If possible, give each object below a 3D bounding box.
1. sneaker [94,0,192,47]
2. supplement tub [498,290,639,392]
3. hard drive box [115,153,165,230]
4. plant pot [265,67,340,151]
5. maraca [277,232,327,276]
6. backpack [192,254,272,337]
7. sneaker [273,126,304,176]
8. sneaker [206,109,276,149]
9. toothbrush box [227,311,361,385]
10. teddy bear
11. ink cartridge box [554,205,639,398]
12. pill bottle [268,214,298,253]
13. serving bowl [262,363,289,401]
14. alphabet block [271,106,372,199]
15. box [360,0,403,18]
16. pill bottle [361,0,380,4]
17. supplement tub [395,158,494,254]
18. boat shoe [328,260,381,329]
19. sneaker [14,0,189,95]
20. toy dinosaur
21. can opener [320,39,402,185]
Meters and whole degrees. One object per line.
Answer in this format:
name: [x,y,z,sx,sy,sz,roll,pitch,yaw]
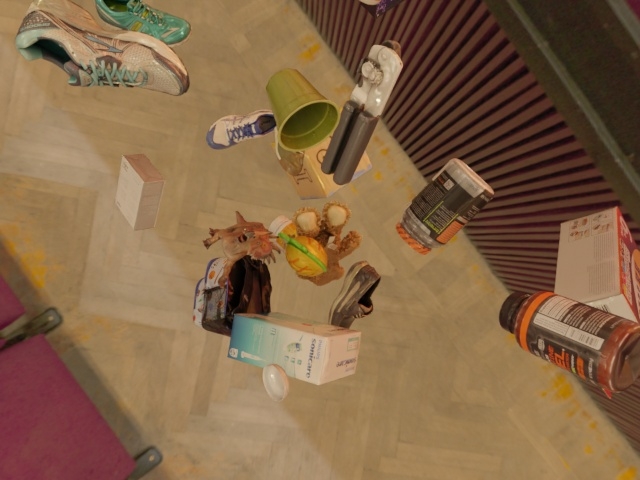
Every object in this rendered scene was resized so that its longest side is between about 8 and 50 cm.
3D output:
sneaker: [-0.505,-0.629,1.405,0.275,0.110,0.107,14,75,-5]
supplement tub: [0.375,0.142,0.757,0.106,0.198,0.106,-9,108,-30]
hard drive box: [-0.695,-0.185,1.900,0.181,0.089,0.232,47,129,27]
plant pot: [-0.030,-0.167,0.612,0.083,0.083,0.079,-29,65,-1]
maraca: [-0.047,0.033,1.316,0.127,0.186,0.099,24,76,36]
backpack: [-0.266,0.176,1.571,0.213,0.276,0.263,-5,66,26]
sneaker: [-0.065,-0.250,1.214,0.064,0.192,0.086,23,127,-34]
sneaker: [-0.278,-0.420,1.837,0.296,0.131,0.112,-27,114,-18]
toothbrush box: [-0.068,0.285,1.360,0.295,0.216,0.126,9,89,30]
teddy bear: [0.000,0.000,1.509,0.245,0.338,0.113,-28,54,0]
ink cartridge box: [0.623,0.129,1.058,0.130,0.309,0.272,-22,113,39]
pill bottle: [-0.083,0.008,1.753,0.215,0.117,0.117,42,89,21]
serving bowl: [-0.093,0.309,1.092,0.027,0.083,0.083,-10,91,-38]
alphabet block: [0.002,-0.252,1.468,0.192,0.193,0.197,-36,107,-22]
box: [0.278,-0.963,1.802,0.261,0.184,0.103,-36,77,-9]
pill bottle: [0.194,-0.775,1.257,0.176,0.318,0.176,20,57,-33]
supplement tub: [0.419,-0.110,1.709,0.193,0.193,0.316,42,111,-2]
boat shoe: [0.136,0.253,1.976,0.130,0.132,0.355,36,122,31]
sneaker: [-0.371,-0.299,0.851,0.283,0.110,0.122,20,58,-10]
toy dinosaur: [-0.187,-0.003,1.298,0.200,0.296,0.127,-24,111,14]
can opener: [0.083,-0.231,0.933,0.074,0.093,0.280,44,128,25]
